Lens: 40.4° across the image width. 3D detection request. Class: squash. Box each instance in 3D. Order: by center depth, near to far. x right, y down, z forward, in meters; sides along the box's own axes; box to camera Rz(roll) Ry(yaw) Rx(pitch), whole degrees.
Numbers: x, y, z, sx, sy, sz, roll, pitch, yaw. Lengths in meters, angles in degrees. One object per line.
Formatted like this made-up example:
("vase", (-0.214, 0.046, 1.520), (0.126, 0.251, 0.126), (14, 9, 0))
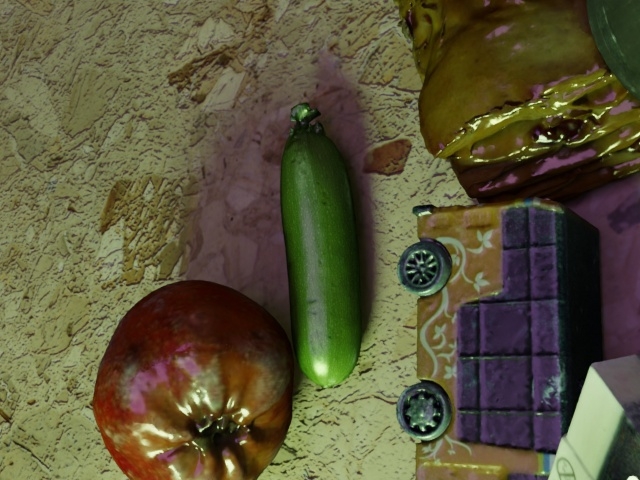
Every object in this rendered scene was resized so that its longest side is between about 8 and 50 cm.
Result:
("squash", (0.000, 0.000, 1.126), (0.101, 0.101, 0.379), (-16, 71, 32))

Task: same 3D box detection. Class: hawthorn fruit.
("hawthorn fruit", (-0.154, 0.190, 1.106), (0.284, 0.284, 0.284), (-7, 77, 34))

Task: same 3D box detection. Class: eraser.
("eraser", (0.248, 0.272, 0.763), (0.098, 0.096, 0.404), (-116, 24, -49))

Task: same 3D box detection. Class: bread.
("bread", (0.225, -0.210, 0.962), (0.277, 0.167, 0.325), (-23, 70, 30))

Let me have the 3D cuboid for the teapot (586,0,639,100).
("teapot", (0.363, -0.213, 0.750), (0.239, 0.239, 0.321), (42, 75, 1))

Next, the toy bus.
("toy bus", (0.198, 0.125, 0.926), (0.194, 0.162, 0.324), (-6, 76, 31))
